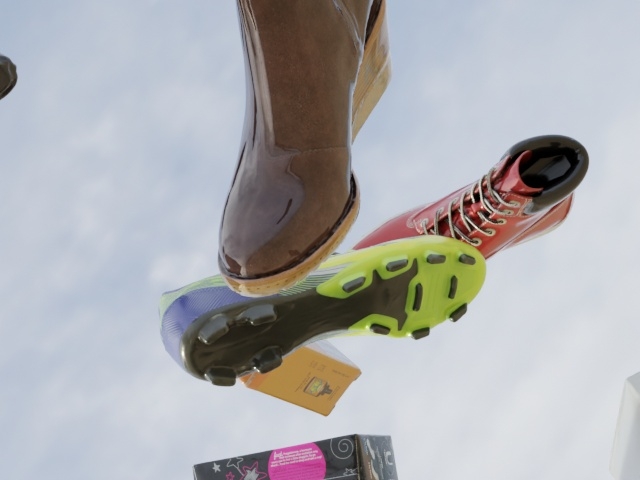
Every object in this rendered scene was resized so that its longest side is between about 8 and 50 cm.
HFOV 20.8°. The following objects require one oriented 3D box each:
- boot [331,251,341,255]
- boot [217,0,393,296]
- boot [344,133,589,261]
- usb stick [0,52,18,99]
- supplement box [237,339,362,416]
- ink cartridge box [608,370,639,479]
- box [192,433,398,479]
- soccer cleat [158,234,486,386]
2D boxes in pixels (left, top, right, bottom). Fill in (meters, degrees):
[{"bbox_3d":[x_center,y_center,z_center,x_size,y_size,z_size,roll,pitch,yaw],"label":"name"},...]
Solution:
[{"bbox_3d":[0.000,0.000,1.701,0.121,0.045,0.099,-7,-86,-22],"label":"boot"},{"bbox_3d":[-0.033,-0.113,1.071,0.207,0.090,0.248,65,-144,-39],"label":"boot"},{"bbox_3d":[0.119,-0.016,1.539,0.244,0.088,0.176,-27,-11,-5],"label":"boot"},{"bbox_3d":[-0.334,-0.159,1.598,0.077,0.278,0.045,-30,-69,-11],"label":"usb stick"},{"bbox_3d":[-0.039,0.147,2.121,0.078,0.080,0.233,-52,-31,4],"label":"supplement box"},{"bbox_3d":[0.304,0.133,1.167,0.176,0.128,0.127,-25,-35,-14],"label":"ink cartridge box"},{"bbox_3d":[-0.024,0.359,2.357,0.142,0.247,0.163,14,-115,-67],"label":"box"},{"bbox_3d":[0.001,0.040,1.468,0.289,0.121,0.093,-14,-59,-20],"label":"soccer cleat"}]
